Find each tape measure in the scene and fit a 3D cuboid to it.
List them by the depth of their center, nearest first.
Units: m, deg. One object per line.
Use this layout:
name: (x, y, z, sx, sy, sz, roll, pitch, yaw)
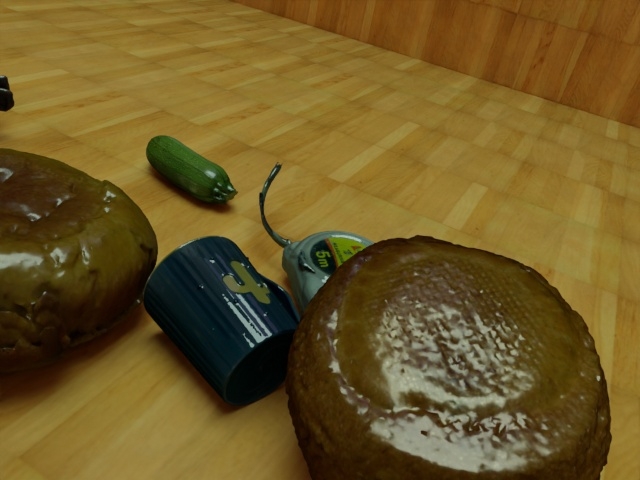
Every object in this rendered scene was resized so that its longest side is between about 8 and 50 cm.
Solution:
tape measure: (-0.001, 0.001, 0.815, 0.164, 0.084, 0.330, 2, 36, -20)

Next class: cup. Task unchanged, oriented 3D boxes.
cup: (-0.089, 0.091, 0.627, 0.177, 0.131, 0.155, 0, 35, -48)

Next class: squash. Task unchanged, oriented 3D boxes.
squash: (-0.232, -0.124, 0.953, 0.219, 0.068, 0.077, 32, 5, 27)

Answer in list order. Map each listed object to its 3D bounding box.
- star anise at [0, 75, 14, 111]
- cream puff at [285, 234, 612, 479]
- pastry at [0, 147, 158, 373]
star anise: (-0.635, -0.226, 0.945, 0.258, 0.110, 0.198, 23, 48, 29)
cream puff: (0.108, 0.149, 0.516, 0.303, 0.212, 0.303, 4, 41, -3)
pastry: (-0.362, 0.005, 0.619, 0.357, 0.163, 0.356, 7, 30, -4)
